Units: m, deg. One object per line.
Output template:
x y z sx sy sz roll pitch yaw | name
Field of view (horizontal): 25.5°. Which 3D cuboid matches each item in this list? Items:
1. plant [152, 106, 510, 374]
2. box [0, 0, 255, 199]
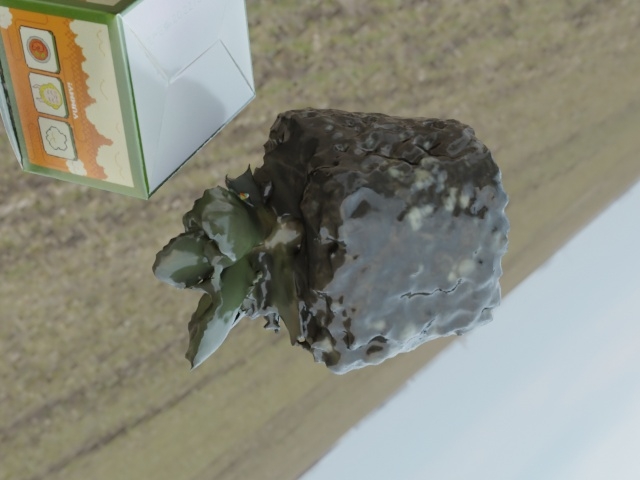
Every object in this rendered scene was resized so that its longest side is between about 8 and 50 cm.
0.000 0.000 1.283 0.312 0.213 0.215 -8 121 -10 | plant
-0.171 -0.169 1.235 0.195 0.148 0.178 -50 144 -45 | box
